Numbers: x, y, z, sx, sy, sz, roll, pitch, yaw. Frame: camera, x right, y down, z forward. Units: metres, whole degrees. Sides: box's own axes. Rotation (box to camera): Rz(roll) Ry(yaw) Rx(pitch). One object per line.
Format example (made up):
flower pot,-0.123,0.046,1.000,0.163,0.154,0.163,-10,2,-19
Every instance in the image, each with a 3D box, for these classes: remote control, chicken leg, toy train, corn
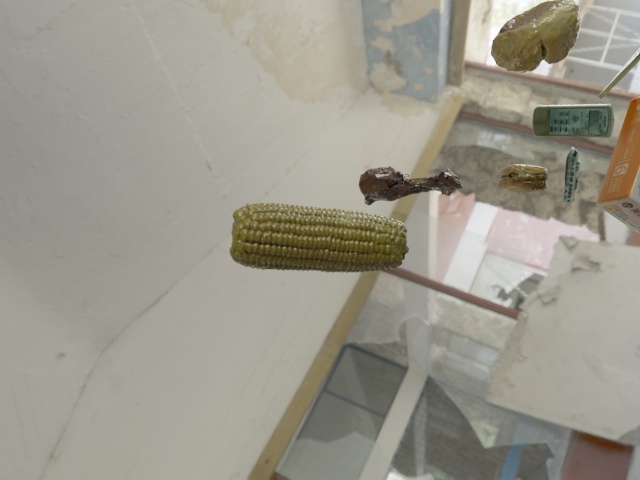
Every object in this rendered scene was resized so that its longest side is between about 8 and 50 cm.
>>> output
remote control,0.766,-0.364,1.683,0.038,0.233,0.098,-28,-61,-44
chicken leg,0.252,-0.159,1.575,0.093,0.304,0.113,-62,-37,-39
toy train,0.891,-0.232,1.959,0.043,0.047,0.208,-45,-43,-38
corn,0.000,0.000,1.058,0.131,0.344,0.131,-175,90,-77

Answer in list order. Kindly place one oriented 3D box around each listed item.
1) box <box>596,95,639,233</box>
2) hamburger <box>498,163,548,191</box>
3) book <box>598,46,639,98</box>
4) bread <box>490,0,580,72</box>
box,0.714,-0.144,1.139,0.274,0.220,0.091,-63,15,-14
hamburger,0.620,-0.189,1.685,0.147,0.137,0.083,-152,71,-83
book,0.994,-0.596,1.687,0.322,0.018,0.228,-47,-9,-16
bread,0.562,-0.527,1.447,0.134,0.244,0.244,56,-133,-21
